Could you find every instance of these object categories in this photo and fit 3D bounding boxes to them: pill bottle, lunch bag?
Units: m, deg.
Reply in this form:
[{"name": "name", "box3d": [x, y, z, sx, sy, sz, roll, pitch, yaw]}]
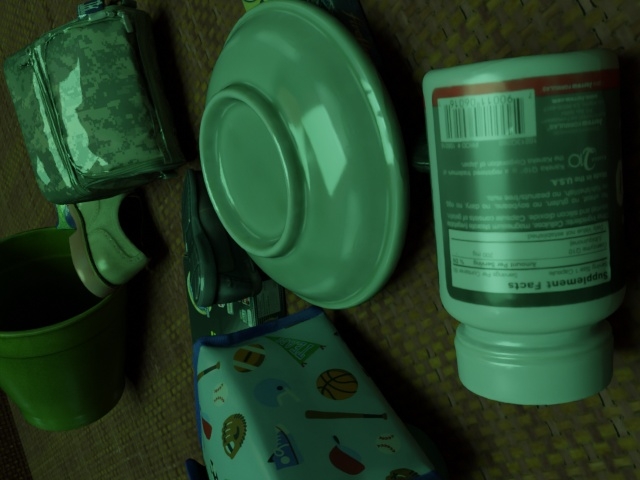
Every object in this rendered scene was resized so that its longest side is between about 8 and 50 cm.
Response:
[{"name": "pill bottle", "box3d": [0.181, -0.015, 0.637, 0.161, 0.161, 0.283, 8, 108, 51]}, {"name": "lunch bag", "box3d": [-0.037, 0.345, 0.964, 0.327, 0.239, 0.385, -125, 31, -45]}, {"name": "lunch bag", "box3d": [-0.370, -0.233, 1.256, 0.256, 0.213, 0.304, -12, 94, 32]}]

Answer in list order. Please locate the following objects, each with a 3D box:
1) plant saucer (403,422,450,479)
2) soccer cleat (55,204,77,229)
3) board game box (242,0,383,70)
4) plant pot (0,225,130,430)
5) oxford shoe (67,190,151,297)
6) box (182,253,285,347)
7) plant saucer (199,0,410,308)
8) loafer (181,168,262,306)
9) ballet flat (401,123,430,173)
[{"name": "plant saucer", "box3d": [0.117, 0.298, 0.942, 0.119, 0.021, 0.119, 22, 119, 47]}, {"name": "soccer cleat", "box3d": [-0.580, -0.161, 1.604, 0.121, 0.093, 0.289, -20, 83, 16]}, {"name": "board game box", "box3d": [-0.025, -0.287, 0.913, 0.165, 0.042, 0.243, -30, 78, 53]}, {"name": "plant pot", "box3d": [-0.573, 0.214, 1.580, 0.366, 0.367, 0.352, 35, 138, 41]}, {"name": "oxford shoe", "box3d": [-0.429, -0.079, 1.471, 0.147, 0.140, 0.396, -27, 63, 10]}, {"name": "box", "box3d": [-0.139, 0.165, 1.198, 0.216, 0.060, 0.269, 15, 113, 49]}, {"name": "plant saucer", "box3d": [-0.058, -0.091, 0.909, 0.400, 0.101, 0.400, 32, 131, 44]}, {"name": "loafer", "box3d": [-0.159, -0.007, 1.122, 0.302, 0.095, 0.109, -110, 28, -50]}, {"name": "ballet flat", "box3d": [0.102, -0.099, 0.820, 0.173, 0.057, 0.049, 13, 154, 50]}]
